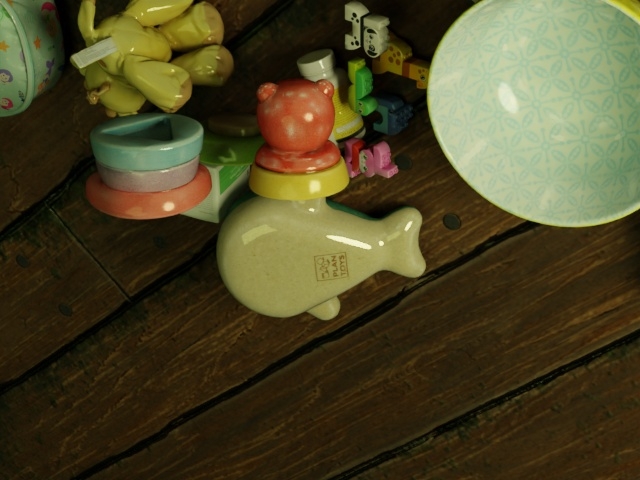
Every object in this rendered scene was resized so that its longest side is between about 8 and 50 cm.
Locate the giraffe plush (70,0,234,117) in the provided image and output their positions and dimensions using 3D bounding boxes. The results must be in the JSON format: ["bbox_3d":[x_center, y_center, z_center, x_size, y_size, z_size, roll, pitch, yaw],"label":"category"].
[{"bbox_3d":[-0.235,-0.223,1.842,0.170,0.210,0.181,-44,62,63],"label":"giraffe plush"}]

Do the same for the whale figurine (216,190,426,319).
[{"bbox_3d":[0.000,0.000,1.894,0.272,0.141,0.216,-7,119,3],"label":"whale figurine"}]

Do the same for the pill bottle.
[{"bbox_3d":[0.010,-0.177,1.795,0.065,0.065,0.116,-5,118,30],"label":"pill bottle"}]

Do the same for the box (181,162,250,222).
[{"bbox_3d":[-0.159,-0.091,1.915,0.102,0.101,0.087,15,126,19],"label":"box"}]

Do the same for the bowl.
[{"bbox_3d":[0.279,-0.176,1.595,0.289,0.156,0.289,13,125,20],"label":"bowl"}]

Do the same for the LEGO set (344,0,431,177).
[{"bbox_3d":[0.091,-0.181,1.734,0.093,0.087,0.227,22,129,33],"label":"LEGO set"}]

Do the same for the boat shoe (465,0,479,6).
[{"bbox_3d":[0.148,-0.340,1.626,0.233,0.084,0.079,46,168,-14],"label":"boat shoe"}]

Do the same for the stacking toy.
[{"bbox_3d":[-0.142,-0.140,1.744,0.309,0.279,0.130,-9,113,-16],"label":"stacking toy"}]

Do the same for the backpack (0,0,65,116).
[{"bbox_3d":[-0.478,-0.271,1.923,0.253,0.191,0.225,6,121,19],"label":"backpack"}]
